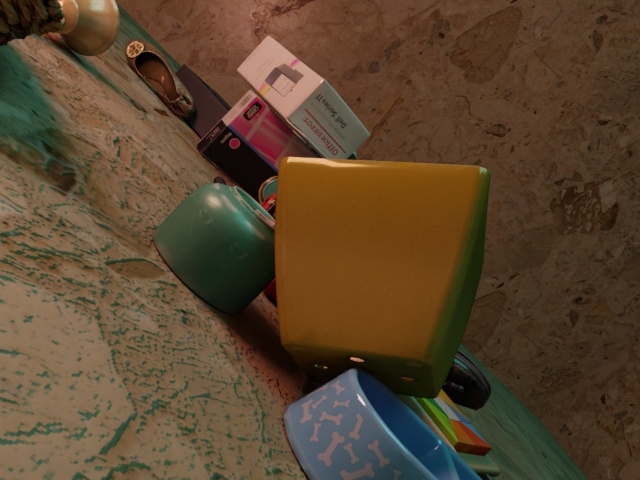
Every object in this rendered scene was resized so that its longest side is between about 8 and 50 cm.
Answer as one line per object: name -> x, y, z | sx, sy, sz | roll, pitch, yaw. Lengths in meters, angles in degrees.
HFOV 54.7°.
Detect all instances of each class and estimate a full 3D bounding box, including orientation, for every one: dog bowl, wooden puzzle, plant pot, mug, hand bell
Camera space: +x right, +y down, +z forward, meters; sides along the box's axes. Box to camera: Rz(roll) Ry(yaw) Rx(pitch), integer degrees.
dog bowl -> 0.097, 0.233, 0.555 | 0.297, 0.074, 0.166 | 44, 6, -2
wooden puzzle -> 0.194, 0.284, 1.018 | 0.221, 0.044, 0.238 | 49, 7, 37
plant pot -> 0.060, 0.052, 0.656 | 0.212, 0.187, 0.212 | 5, -27, 15
mug -> -0.106, -0.007, 0.679 | 0.129, 0.097, 0.158 | 38, 10, -50
hand bell -> -0.437, -0.367, 0.976 | 0.126, 0.126, 0.242 | 45, 17, 2

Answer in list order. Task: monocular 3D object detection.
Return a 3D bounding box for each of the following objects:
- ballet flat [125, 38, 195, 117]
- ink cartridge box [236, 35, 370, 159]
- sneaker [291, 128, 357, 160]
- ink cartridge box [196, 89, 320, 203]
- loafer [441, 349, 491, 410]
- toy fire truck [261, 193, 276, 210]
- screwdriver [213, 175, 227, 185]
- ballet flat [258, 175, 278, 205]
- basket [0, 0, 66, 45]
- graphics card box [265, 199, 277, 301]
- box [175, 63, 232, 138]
ballet flat -> -0.397, -0.402, 1.518 | 0.250, 0.084, 0.058 | 52, 6, 8
ink cartridge box -> -0.025, -0.296, 1.386 | 0.207, 0.119, 0.353 | 40, 8, -46
sneaker -> -0.011, -0.276, 1.690 | 0.169, 0.257, 0.447 | 37, -17, -24
ink cartridge box -> -0.093, -0.159, 1.443 | 0.371, 0.176, 0.069 | 41, 7, -35
loafer -> 0.200, 0.238, 1.215 | 0.302, 0.109, 0.095 | 40, 25, 4
toy fire truck -> -0.027, -0.041, 1.230 | 0.192, 0.047, 0.135 | -11, -52, 48
screwdriver -> -0.169, -0.067, 1.096 | 0.024, 0.025, 0.170 | 42, 15, -36
ballet flat -> 0.000, 0.000, 1.356 | 0.348, 0.123, 0.123 | 46, 6, 4
basket -> -0.414, -0.304, 0.629 | 0.299, 0.223, 0.213 | 50, -25, 40
graphics card box -> 0.005, 0.060, 1.018 | 0.233, 0.094, 0.371 | 43, 7, -18
box -> -0.274, -0.315, 1.626 | 0.261, 0.103, 0.184 | 48, 3, 24
